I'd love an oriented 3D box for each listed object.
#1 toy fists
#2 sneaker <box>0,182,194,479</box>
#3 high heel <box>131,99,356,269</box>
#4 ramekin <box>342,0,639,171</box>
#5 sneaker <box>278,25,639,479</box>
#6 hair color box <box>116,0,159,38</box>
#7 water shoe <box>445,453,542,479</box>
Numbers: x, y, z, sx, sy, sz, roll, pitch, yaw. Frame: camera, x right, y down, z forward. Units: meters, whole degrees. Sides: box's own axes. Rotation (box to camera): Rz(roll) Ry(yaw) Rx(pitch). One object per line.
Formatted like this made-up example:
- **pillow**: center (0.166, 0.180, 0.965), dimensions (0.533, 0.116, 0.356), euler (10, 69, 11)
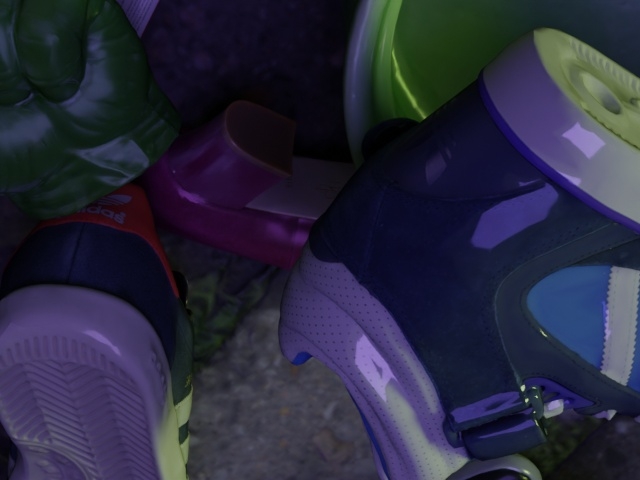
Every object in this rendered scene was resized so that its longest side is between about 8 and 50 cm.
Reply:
- **toy fists**: center (-0.218, -0.059, 0.809), dimensions (0.279, 0.096, 0.142), euler (-22, 118, 26)
- **sneaker**: center (-0.130, 0.101, 0.926), dimensions (0.131, 0.148, 0.350), euler (9, 141, -2)
- **high heel**: center (0.000, 0.000, 0.921), dimensions (0.244, 0.082, 0.117), euler (24, 145, -33)
- **ramekin**: center (0.154, -0.115, 0.822), dimensions (0.303, 0.148, 0.303), euler (-3, 118, -6)
- **sneaker**: center (0.135, 0.054, 0.764), dimensions (0.323, 0.130, 0.236), euler (30, 120, -26)
- **hair color box**: center (-0.155, -0.160, 0.819), dimensions (0.141, 0.043, 0.072), euler (23, 113, -19)
- **water shoe**: center (0.081, 0.232, 1.034), dimensions (0.073, 0.080, 0.203), euler (38, 107, -23)
